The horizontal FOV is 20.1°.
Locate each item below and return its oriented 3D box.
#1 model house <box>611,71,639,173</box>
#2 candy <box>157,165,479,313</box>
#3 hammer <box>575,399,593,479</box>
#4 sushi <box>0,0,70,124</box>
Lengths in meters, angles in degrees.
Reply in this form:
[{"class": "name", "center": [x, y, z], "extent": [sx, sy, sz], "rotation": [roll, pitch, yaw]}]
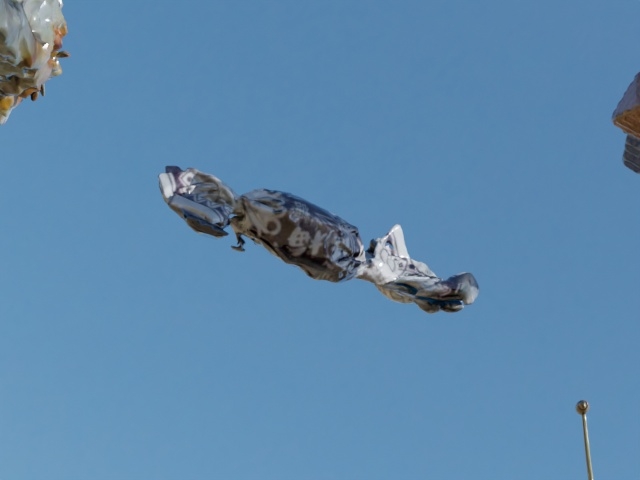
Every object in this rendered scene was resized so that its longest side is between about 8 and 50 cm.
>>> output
[{"class": "model house", "center": [0.240, -0.080, 1.073], "extent": [0.119, 0.148, 0.148], "rotation": [35, -69, 19]}, {"class": "candy", "center": [0.000, 0.001, 1.178], "extent": [0.226, 0.051, 0.094], "rotation": [19, 5, -25]}, {"class": "hammer", "center": [0.257, 0.214, 1.737], "extent": [0.014, 0.123, 0.029], "rotation": [-6, -15, 5]}, {"class": "sushi", "center": [-0.402, -0.193, 1.498], "extent": [0.417, 0.176, 0.417], "rotation": [0, -23, 0]}]
